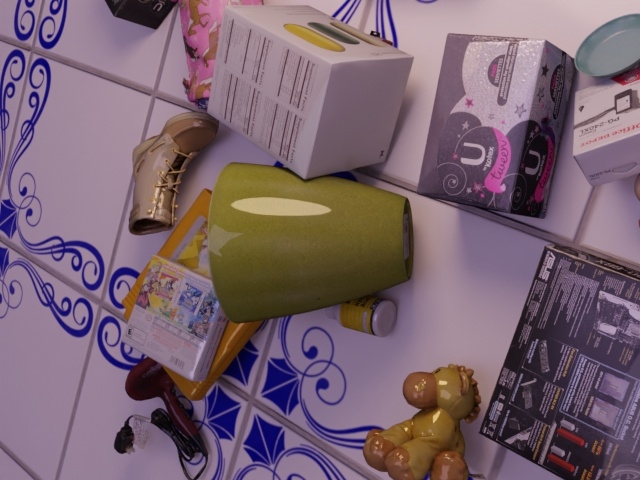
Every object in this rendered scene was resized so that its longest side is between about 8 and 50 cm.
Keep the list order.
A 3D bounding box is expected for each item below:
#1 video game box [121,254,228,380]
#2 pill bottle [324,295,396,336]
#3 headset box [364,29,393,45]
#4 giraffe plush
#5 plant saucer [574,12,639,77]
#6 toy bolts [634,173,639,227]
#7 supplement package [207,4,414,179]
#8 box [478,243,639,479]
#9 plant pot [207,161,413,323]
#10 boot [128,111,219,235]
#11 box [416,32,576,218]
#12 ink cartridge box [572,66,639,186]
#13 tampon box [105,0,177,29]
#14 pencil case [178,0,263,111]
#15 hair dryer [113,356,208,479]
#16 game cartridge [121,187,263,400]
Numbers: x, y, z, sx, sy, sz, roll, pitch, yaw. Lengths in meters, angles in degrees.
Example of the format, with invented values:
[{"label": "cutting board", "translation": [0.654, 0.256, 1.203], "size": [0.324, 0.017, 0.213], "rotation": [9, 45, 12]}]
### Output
[{"label": "video game box", "translation": [-0.275, 0.147, 1.531], "size": [0.205, 0.048, 0.187], "rotation": [22, 94, 32]}, {"label": "pill bottle", "translation": [0.067, 0.124, 1.368], "size": [0.116, 0.065, 0.065], "rotation": [10, 95, 36]}, {"label": "headset box", "translation": [0.086, -0.325, 1.391], "size": [0.062, 0.032, 0.083], "rotation": [27, 106, 35]}, {"label": "giraffe plush", "translation": [0.178, 0.272, 1.213], "size": [0.181, 0.210, 0.170], "rotation": [10, 89, 61]}, {"label": "plant saucer", "translation": [0.419, -0.270, 1.117], "size": [0.119, 0.021, 0.119], "rotation": [-29, 36, 24]}, {"label": "toy bolts", "translation": [0.499, -0.056, 0.967], "size": [0.228, 0.218, 0.158], "rotation": [-34, 82, 24]}, {"label": "supplement package", "translation": [-0.023, -0.260, 1.335], "size": [0.263, 0.199, 0.198], "rotation": [36, 126, 34]}, {"label": "box", "translation": [0.388, 0.187, 1.118], "size": [0.242, 0.076, 0.307], "rotation": [23, 102, 35]}, {"label": "plant pot", "translation": [0.000, 0.000, 1.312], "size": [0.294, 0.275, 0.274], "rotation": [-2, 87, 14]}, {"label": "boot", "translation": [-0.301, -0.131, 1.601], "size": [0.262, 0.095, 0.203], "rotation": [-22, 56, 38]}, {"label": "box", "translation": [0.264, -0.169, 1.183], "size": [0.163, 0.142, 0.247], "rotation": [15, 98, 37]}, {"label": "ink cartridge box", "translation": [0.407, -0.157, 1.075], "size": [0.109, 0.063, 0.150], "rotation": [-20, 35, 34]}, {"label": "tampon box", "translation": [-0.403, -0.558, 1.711], "size": [0.101, 0.120, 0.161], "rotation": [-44, 64, 28]}, {"label": "pencil case", "translation": [-0.193, -0.438, 1.494], "size": [0.160, 0.167, 0.386], "rotation": [2, 100, 62]}, {"label": "hair dryer", "translation": [-0.308, 0.333, 1.655], "size": [0.224, 0.080, 0.293], "rotation": [13, 99, 16]}, {"label": "game cartridge", "translation": [-0.235, 0.103, 1.568], "size": [0.285, 0.053, 0.323], "rotation": [43, 100, 30]}]
